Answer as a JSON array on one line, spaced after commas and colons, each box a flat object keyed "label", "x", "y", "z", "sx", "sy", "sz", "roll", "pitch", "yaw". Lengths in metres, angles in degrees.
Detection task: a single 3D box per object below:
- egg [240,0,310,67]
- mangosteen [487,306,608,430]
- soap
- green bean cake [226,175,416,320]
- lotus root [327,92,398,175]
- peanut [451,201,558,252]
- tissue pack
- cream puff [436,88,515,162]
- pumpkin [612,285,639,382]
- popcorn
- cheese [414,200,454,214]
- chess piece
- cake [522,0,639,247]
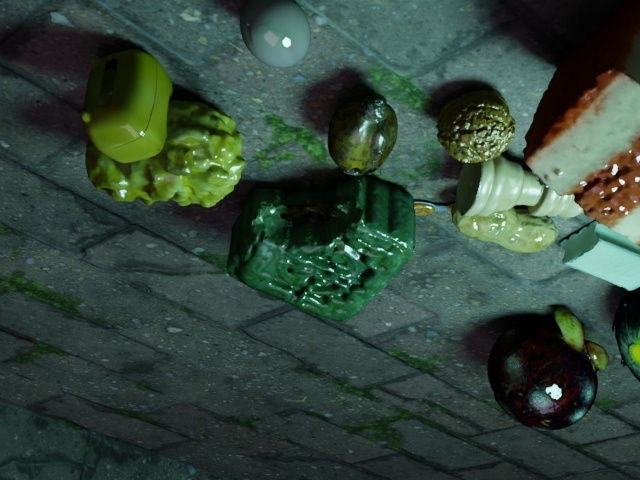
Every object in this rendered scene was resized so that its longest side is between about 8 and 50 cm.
[{"label": "egg", "x": -0.068, "y": -0.323, "z": 1.547, "sx": 0.103, "sy": 0.103, "sz": 0.135, "roll": -8, "pitch": 150, "yaw": 20}, {"label": "mangosteen", "x": 0.541, "y": 0.309, "z": 2.399, "sx": 0.288, "sy": 0.288, "sz": 0.288, "roll": 3, "pitch": 150, "yaw": 2}, {"label": "soap", "x": 0.615, "y": 0.035, "z": 2.111, "sx": 0.198, "sy": 0.063, "sz": 0.114, "roll": 19, "pitch": 145, "yaw": -24}, {"label": "green bean cake", "x": 0.000, "y": 0.000, "z": 1.991, "sx": 0.308, "sy": 0.169, "sz": 0.300, "roll": 22, "pitch": 134, "yaw": -17}, {"label": "lotus root", "x": 0.074, "y": -0.189, "z": 1.753, "sx": 0.120, "sy": 0.120, "sz": 0.209, "roll": 8, "pitch": 149, "yaw": -7}, {"label": "peanut", "x": 0.364, "y": -0.034, "z": 1.997, "sx": 0.230, "sy": 0.103, "sz": 0.098, "roll": 16, "pitch": 103, "yaw": -23}, {"label": "tissue pack", "x": -0.322, "y": -0.228, "z": 1.667, "sx": 0.123, "sy": 0.178, "sz": 0.127, "roll": -12, "pitch": 148, "yaw": 23}, {"label": "cream puff", "x": 0.268, "y": -0.190, "z": 1.731, "sx": 0.126, "sy": 0.103, "sz": 0.144, "roll": 19, "pitch": 141, "yaw": -21}, {"label": "pumpkin", "x": 0.802, "y": 0.209, "z": 2.205, "sx": 0.296, "sy": 0.295, "sz": 0.295, "roll": 3, "pitch": 150, "yaw": 2}, {"label": "popcorn", "x": -0.262, "y": -0.144, "z": 1.820, "sx": 0.286, "sy": 0.173, "sz": 0.225, "roll": -13, "pitch": 153, "yaw": 28}, {"label": "cheese", "x": 0.225, "y": -0.065, "z": 2.038, "sx": 0.111, "sy": 0.017, "sz": 0.047, "roll": 1, "pitch": 152, "yaw": 6}, {"label": "chess piece", "x": 0.422, "y": -0.092, "z": 1.886, "sx": 0.307, "sy": 0.124, "sz": 0.138, "roll": 5, "pitch": 118, "yaw": -9}, {"label": "cake", "x": 0.513, "y": -0.180, "z": 1.514, "sx": 0.320, "sy": 0.270, "sz": 0.269, "roll": 32, "pitch": 143, "yaw": -6}]
